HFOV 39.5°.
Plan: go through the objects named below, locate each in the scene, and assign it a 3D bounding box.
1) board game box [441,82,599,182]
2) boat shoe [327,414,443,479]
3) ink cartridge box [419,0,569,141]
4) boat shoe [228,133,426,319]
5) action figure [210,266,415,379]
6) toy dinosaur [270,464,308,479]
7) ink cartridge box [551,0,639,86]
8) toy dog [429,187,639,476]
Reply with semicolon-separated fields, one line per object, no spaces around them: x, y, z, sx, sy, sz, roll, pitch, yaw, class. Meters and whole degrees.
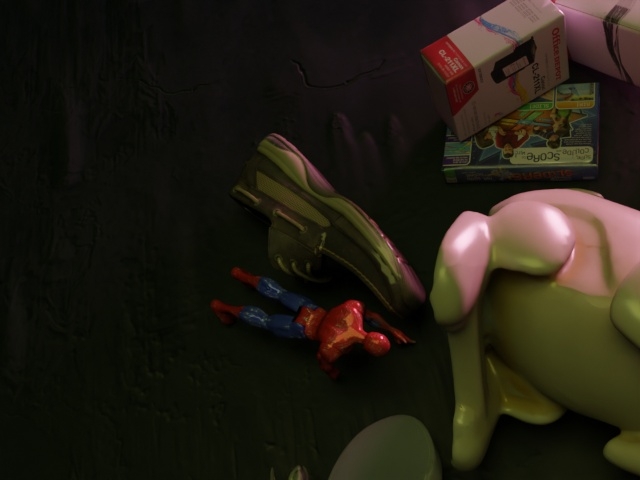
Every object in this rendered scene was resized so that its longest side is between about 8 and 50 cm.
0.270;-0.144;1.201;0.201;0.035;0.136;1;62;19;board game box
0.090;0.353;0.925;0.135;0.156;0.367;-19;28;13;boat shoe
0.231;-0.230;1.165;0.175;0.127;0.072;-30;55;-1;ink cartridge box
0.000;0.000;1.170;0.130;0.132;0.355;-46;49;2;boat shoe
-0.001;0.115;1.123;0.280;0.139;0.091;13;67;49;action figure
-0.072;0.399;0.944;0.121;0.160;0.313;39;78;-7;toy dinosaur
0.438;-0.311;1.160;0.197;0.114;0.273;-43;43;-8;ink cartridge box
0.360;0.091;0.931;0.408;0.285;0.395;5;27;23;toy dog
